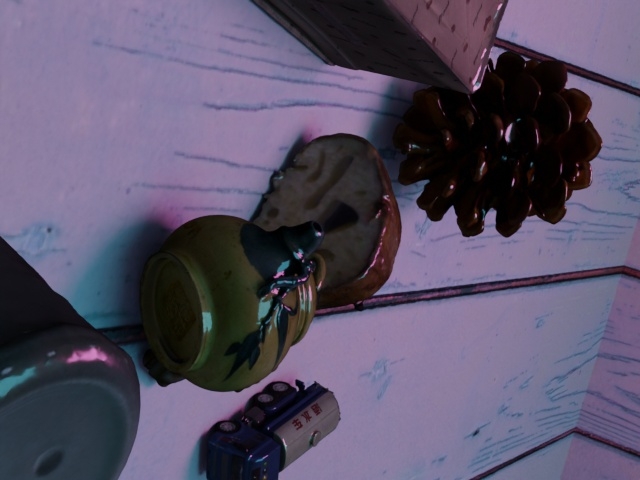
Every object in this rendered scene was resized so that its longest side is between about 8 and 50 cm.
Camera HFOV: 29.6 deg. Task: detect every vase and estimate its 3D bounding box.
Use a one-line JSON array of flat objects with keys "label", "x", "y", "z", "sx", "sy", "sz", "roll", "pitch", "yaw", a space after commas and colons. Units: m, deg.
[{"label": "vase", "x": -0.264, "y": 0.059, "z": 0.706, "sx": 0.245, "sy": 0.291, "sz": 0.245, "roll": -34, "pitch": 144, "yaw": -29}]

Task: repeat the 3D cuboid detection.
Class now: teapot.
[{"label": "teapot", "x": -0.079, "y": 0.065, "z": 1.208, "sx": 0.182, "sy": 0.173, "sz": 0.269, "roll": -9, "pitch": 150, "yaw": -36}]

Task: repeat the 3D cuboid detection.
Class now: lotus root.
[{"label": "lotus root", "x": 0.000, "y": 0.000, "z": 1.340, "sx": 0.261, "sy": 0.170, "sz": 0.074, "roll": -63, "pitch": 155, "yaw": -24}]

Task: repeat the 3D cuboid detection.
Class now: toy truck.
[{"label": "toy truck", "x": -0.052, "y": 0.235, "z": 1.461, "sx": 0.201, "sy": 0.088, "sz": 0.074, "roll": -29, "pitch": 133, "yaw": -51}]

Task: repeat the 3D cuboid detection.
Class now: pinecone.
[{"label": "pinecone", "x": 0.215, "y": -0.115, "z": 1.569, "sx": 0.264, "sy": 0.264, "sz": 0.264, "roll": -39, "pitch": 139, "yaw": -45}]

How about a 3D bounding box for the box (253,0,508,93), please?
[{"label": "box", "x": 0.067, "y": -0.310, "z": 1.231, "sx": 0.297, "sy": 0.190, "sz": 0.225, "roll": 28, "pitch": 81, "yaw": -63}]
